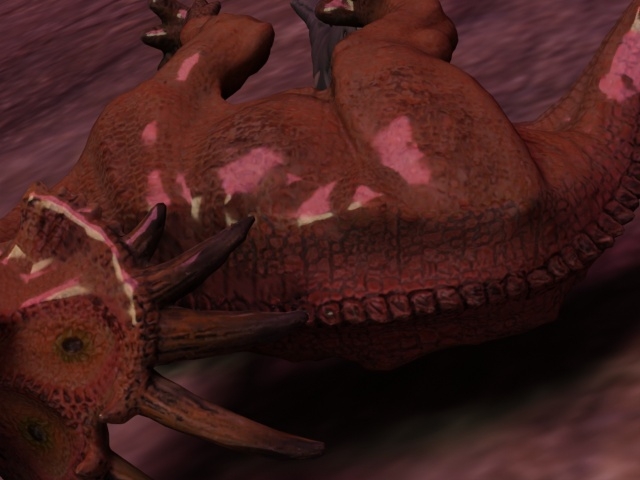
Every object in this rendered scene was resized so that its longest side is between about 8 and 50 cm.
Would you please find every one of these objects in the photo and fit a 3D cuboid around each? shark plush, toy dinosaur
[{"bbox_3d":[0.020,-0.088,0.777,0.073,0.067,0.161,-20,22,6],"label":"shark plush"},{"bbox_3d":[0.000,0.000,0.531,0.296,0.127,0.200,-17,22,2],"label":"toy dinosaur"}]
